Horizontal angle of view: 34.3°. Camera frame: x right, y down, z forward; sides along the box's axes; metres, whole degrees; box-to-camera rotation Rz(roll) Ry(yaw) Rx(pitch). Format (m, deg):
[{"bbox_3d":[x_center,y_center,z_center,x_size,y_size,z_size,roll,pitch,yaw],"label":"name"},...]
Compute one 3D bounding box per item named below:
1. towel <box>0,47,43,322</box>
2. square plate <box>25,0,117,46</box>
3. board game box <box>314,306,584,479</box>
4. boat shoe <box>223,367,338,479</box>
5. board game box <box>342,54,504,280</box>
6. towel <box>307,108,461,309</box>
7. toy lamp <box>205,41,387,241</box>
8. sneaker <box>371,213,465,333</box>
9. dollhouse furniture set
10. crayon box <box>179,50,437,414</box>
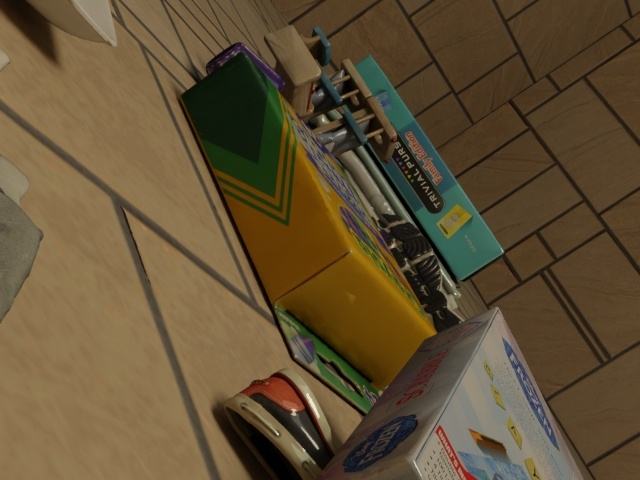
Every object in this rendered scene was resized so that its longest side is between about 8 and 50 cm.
[{"bbox_3d":[-0.194,-0.079,0.263,0.324,0.056,0.312,53,9,-23],"label":"towel"},{"bbox_3d":[-0.278,-0.315,0.694,0.344,0.049,0.347,49,11,-41],"label":"square plate"},{"bbox_3d":[0.125,0.221,0.587,0.319,0.066,0.318,64,18,0],"label":"board game box"},{"bbox_3d":[-0.004,0.136,0.563,0.043,0.049,0.137,-25,81,-38],"label":"boat shoe"},{"bbox_3d":[0.149,-0.096,1.558,0.336,0.079,0.254,57,6,7],"label":"board game box"},{"bbox_3d":[0.081,-0.042,1.538,0.374,0.090,0.320,57,6,5],"label":"towel"},{"bbox_3d":[-0.030,-0.092,1.146,0.275,0.080,0.080,56,8,-15],"label":"toy lamp"},{"bbox_3d":[0.104,0.091,1.220,0.110,0.107,0.275,80,-11,-59],"label":"sneaker"},{"bbox_3d":[0.013,-0.163,1.234,0.129,0.129,0.184,59,-18,19],"label":"dollhouse furniture set"},{"bbox_3d":[0.000,0.000,0.940,0.203,0.083,0.323,45,14,-50],"label":"crayon box"}]
